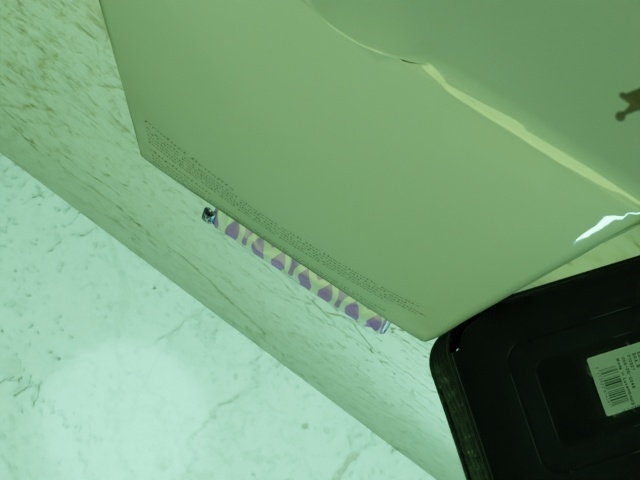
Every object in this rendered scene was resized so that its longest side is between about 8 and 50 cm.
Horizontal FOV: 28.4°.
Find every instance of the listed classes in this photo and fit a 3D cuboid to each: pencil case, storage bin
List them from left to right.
[{"bbox_3d":[0.000,0.000,1.152,0.206,0.086,0.088,32,145,5],"label":"pencil case"},{"bbox_3d":[0.162,0.080,0.696,0.084,0.180,0.122,102,151,-78],"label":"storage bin"}]

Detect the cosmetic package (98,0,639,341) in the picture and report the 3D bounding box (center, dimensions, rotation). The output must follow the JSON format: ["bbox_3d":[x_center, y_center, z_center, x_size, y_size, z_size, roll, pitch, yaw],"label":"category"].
[{"bbox_3d":[0.032,-0.082,0.509,0.197,0.155,0.365,34,168,0],"label":"cosmetic package"}]
